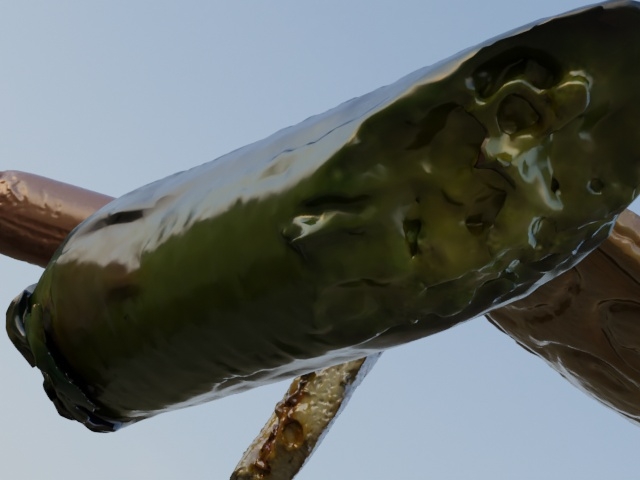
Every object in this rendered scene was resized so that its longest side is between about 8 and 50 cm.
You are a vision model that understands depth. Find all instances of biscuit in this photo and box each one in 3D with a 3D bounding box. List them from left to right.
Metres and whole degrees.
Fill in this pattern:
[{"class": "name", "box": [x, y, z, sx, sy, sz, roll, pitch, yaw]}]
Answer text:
[{"class": "biscuit", "box": [0.227, 0.067, 1.106, 0.376, 0.051, 0.269, 36, -21, 0]}]

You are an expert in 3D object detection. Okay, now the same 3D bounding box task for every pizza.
[{"class": "pizza", "box": [0.014, 0.108, 1.287, 0.056, 0.271, 0.134, 38, 2, 2]}]

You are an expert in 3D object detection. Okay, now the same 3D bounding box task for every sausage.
[{"class": "sausage", "box": [-0.188, 0.005, 1.425, 0.289, 0.086, 0.086, 17, -28, 8]}]

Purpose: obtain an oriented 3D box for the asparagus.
[{"class": "asparagus", "box": [0.000, 0.000, 0.633, 0.382, 0.128, 0.108, -21, -87, 50]}]
